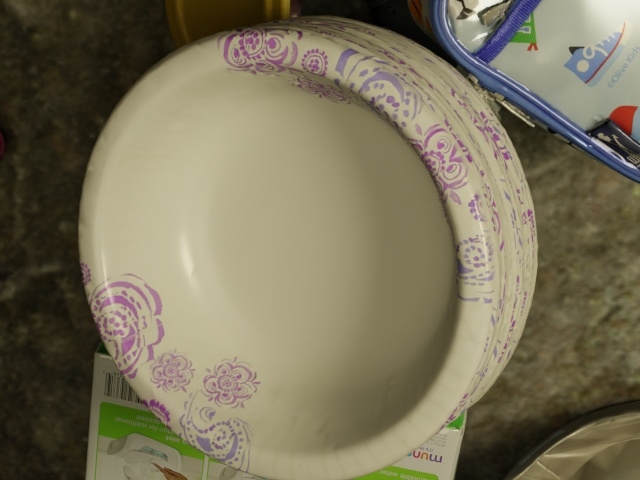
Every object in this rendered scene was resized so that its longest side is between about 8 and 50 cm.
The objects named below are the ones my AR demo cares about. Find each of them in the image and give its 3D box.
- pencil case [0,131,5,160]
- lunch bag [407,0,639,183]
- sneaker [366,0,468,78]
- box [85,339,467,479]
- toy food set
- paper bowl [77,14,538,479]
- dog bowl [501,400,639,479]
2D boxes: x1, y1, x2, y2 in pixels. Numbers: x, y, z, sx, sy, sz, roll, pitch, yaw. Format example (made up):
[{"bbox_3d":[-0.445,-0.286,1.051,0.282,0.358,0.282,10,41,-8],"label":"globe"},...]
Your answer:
[{"bbox_3d":[-0.340,-0.046,1.331,0.209,0.098,0.095,-30,102,20],"label":"pencil case"},{"bbox_3d":[0.204,-0.193,1.130,0.243,0.115,0.303,34,98,-18],"label":"lunch bag"},{"bbox_3d":[0.032,-0.146,1.223,0.163,0.086,0.226,41,102,-17],"label":"sneaker"},{"bbox_3d":[-0.034,0.174,1.326,0.262,0.127,0.231,11,120,6],"label":"box"},{"bbox_3d":[-0.043,-0.201,1.225,0.128,0.071,0.218,30,130,39],"label":"toy food set"},{"bbox_3d":[0.000,0.000,1.149,0.284,0.148,0.284,6,104,24],"label":"paper bowl"},{"bbox_3d":[0.261,0.274,1.335,0.348,0.102,0.349,3,110,9],"label":"dog bowl"}]
